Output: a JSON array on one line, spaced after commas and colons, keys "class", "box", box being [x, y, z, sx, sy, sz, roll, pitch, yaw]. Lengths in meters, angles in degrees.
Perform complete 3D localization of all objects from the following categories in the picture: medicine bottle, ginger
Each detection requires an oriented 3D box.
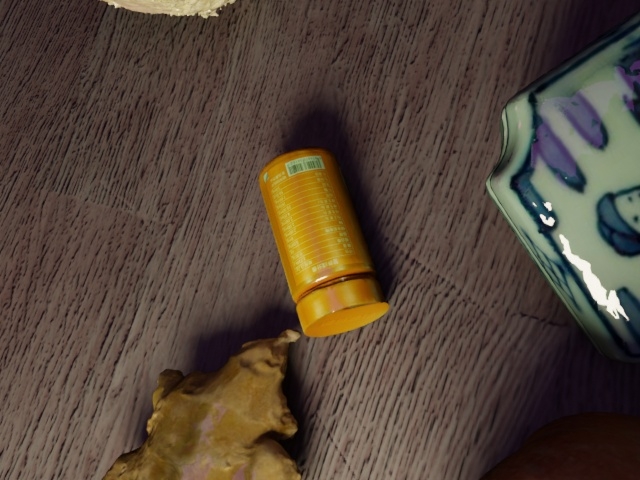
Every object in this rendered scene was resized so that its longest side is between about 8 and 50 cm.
[{"class": "medicine bottle", "box": [0.000, 0.000, 0.764, 0.096, 0.096, 0.192, -24, 67, 13]}, {"class": "ginger", "box": [-0.100, 0.210, 0.725, 0.218, 0.123, 0.270, 31, 87, 29]}]

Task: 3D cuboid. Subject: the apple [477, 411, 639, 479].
[{"class": "apple", "box": [0.203, 0.303, 0.461, 0.305, 0.338, 0.338, 41, 92, 29]}]

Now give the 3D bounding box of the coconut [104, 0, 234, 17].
[{"class": "coconut", "box": [-0.229, -0.435, 0.884, 0.309, 0.297, 0.298, 16, 80, 22]}]

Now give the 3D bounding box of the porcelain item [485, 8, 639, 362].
[{"class": "porcelain item", "box": [0.306, -0.051, 0.580, 0.285, 0.157, 0.282, -32, 86, 9]}]
